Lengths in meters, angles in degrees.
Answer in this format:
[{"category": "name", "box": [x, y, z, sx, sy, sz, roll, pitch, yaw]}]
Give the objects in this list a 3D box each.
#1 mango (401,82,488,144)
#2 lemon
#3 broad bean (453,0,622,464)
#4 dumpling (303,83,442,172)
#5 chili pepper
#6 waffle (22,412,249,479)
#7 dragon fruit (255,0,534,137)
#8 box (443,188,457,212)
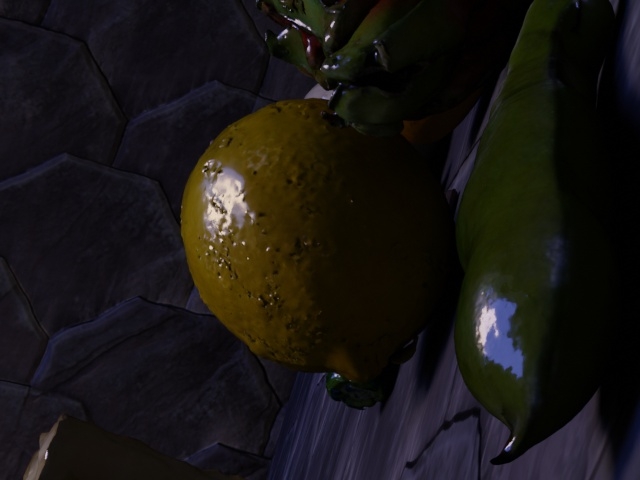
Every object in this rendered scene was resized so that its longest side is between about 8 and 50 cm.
[{"category": "mango", "box": [0.085, -0.155, 1.059, 0.085, 0.102, 0.184, -27, -39, -63]}, {"category": "lemon", "box": [0.000, 0.000, 0.954, 0.173, 0.173, 0.206, 109, 140, -57]}, {"category": "broad bean", "box": [0.087, -0.039, 0.547, 0.098, 0.056, 0.318, 108, 180, -46]}, {"category": "dumpling", "box": [0.043, -0.099, 1.330, 0.250, 0.132, 0.162, -75, 6, -57]}, {"category": "chili pepper", "box": [0.047, 0.027, 1.179, 0.098, 0.061, 0.224, 94, -171, -64]}, {"category": "waffle", "box": [-0.035, 0.185, 0.391, 0.057, 0.168, 0.274, 119, 169, -50]}, {"category": "dragon fruit", "box": [0.036, -0.146, 0.896, 0.200, 0.198, 0.269, -19, 26, 46]}, {"category": "box", "box": [0.057, -0.003, 1.081, 0.084, 0.063, 0.060, 111, 177, -61]}]
